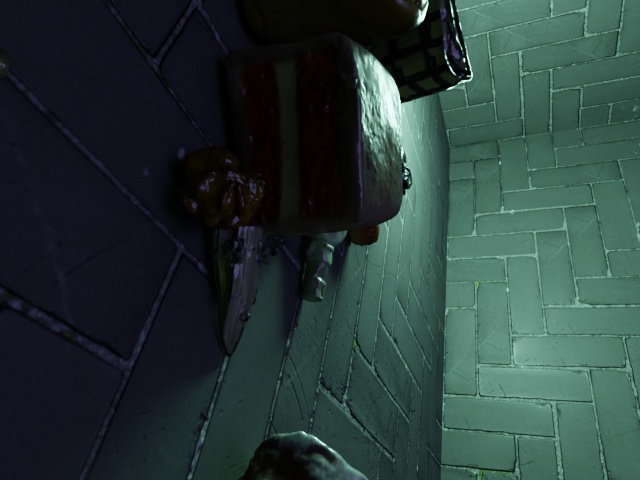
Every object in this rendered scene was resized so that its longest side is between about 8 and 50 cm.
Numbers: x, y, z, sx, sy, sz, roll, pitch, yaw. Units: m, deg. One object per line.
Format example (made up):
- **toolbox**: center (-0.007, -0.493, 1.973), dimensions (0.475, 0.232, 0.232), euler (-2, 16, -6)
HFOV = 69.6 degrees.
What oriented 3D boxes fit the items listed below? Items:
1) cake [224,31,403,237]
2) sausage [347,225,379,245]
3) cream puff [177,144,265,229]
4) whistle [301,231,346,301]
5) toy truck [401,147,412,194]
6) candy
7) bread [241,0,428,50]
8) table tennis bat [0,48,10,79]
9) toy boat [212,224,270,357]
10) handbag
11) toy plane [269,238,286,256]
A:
- **cake**: center (-0.003, -0.157, 0.772), dimensions (0.230, 0.237, 0.308), euler (-18, 104, -63)
- **sausage**: center (0.071, -0.179, 1.126), dimensions (0.094, 0.094, 0.418), euler (-80, 157, -64)
- **cream puff**: center (-0.130, -0.072, 0.611), dimensions (0.116, 0.122, 0.094), euler (7, 119, -46)
- **whistle**: center (0.000, 0.000, 0.961), dimensions (0.126, 0.067, 0.257), euler (30, 62, -47)
- **toy truck**: center (0.201, -0.217, 1.407), dimensions (0.208, 0.113, 0.126), euler (62, 34, -41)
- **candy**: center (-0.015, 0.412, 0.655), dimensions (0.157, 0.215, 0.289), euler (-54, 133, -52)
- **bread**: center (0.064, -0.450, 0.846), dimensions (0.300, 0.342, 0.210), euler (-45, 120, -67)
- **table tennis bat**: center (-0.324, -0.163, 0.292), dimensions (0.234, 0.022, 0.130), euler (11, 75, -65)
- **toy boat**: center (-0.122, 0.069, 0.672), dimensions (0.084, 0.066, 0.210), euler (3, 94, -54)
- **handbag**: center (0.185, -0.511, 1.151), dimensions (0.163, 0.326, 0.326), euler (-4, 87, -49)
- **toy plane**: center (-0.079, 0.014, 0.749), dimensions (0.078, 0.084, 0.024), euler (-33, 97, -36)
